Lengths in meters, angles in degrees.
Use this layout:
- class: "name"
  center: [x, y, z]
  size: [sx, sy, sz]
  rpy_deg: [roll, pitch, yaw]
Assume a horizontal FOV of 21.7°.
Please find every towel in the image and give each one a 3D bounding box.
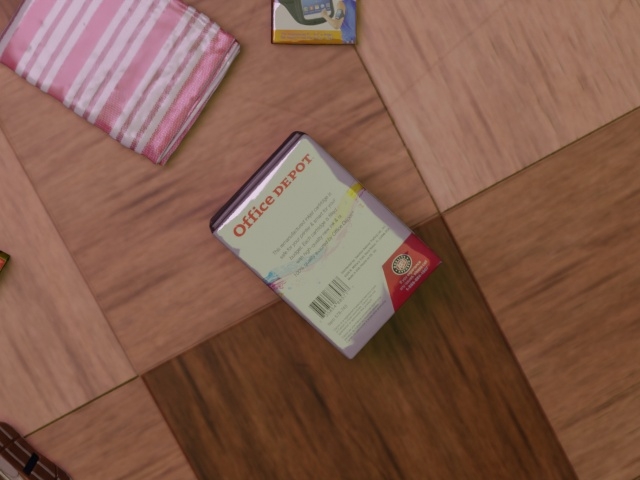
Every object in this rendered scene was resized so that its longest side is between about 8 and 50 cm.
- class: "towel"
  center: [-0.191, -0.179, 1.559]
  size: [0.197, 0.029, 0.144]
  rpy_deg: [33, 92, -6]

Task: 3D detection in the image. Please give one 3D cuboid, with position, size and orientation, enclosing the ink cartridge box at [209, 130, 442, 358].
- class: "ink cartridge box"
  center: [0.000, 0.000, 1.556]
  size: [0.176, 0.127, 0.128]
  rpy_deg: [44, 90, -8]

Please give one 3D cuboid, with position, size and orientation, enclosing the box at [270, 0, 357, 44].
- class: "box"
  center: [-0.006, -0.254, 1.580]
  size: [0.081, 0.028, 0.136]
  rpy_deg: [0, 98, -6]

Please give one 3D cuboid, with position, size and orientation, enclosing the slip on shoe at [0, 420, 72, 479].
- class: "slip on shoe"
  center: [-0.281, 0.231, 1.597]
  size: [0.041, 0.051, 0.135]
  rpy_deg: [-30, 111, 38]

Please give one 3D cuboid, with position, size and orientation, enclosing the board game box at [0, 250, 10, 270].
- class: "board game box"
  center: [-0.378, 0.071, 1.567]
  size: [0.092, 0.043, 0.181]
  rpy_deg: [31, 92, -8]
